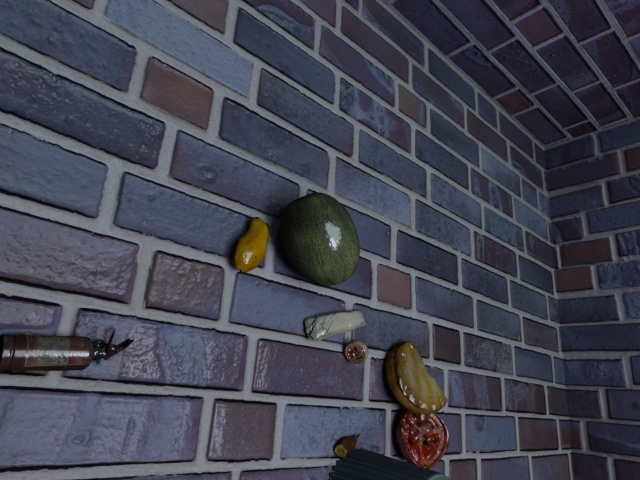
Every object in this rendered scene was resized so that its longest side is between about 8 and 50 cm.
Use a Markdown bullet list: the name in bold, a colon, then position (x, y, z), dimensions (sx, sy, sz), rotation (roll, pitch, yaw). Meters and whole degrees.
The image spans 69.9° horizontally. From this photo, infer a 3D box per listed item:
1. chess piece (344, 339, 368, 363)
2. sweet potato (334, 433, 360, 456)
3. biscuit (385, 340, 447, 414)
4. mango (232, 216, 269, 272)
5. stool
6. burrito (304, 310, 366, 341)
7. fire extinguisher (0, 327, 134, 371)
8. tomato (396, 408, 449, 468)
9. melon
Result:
- **chess piece**: position (0.124, 0.383, 1.577), dimensions (0.038, 0.084, 0.083), rotation (-21, 94, -62)
- **sweet potato**: position (0.096, 0.664, 1.502), dimensions (0.117, 0.049, 0.049), rotation (-17, 91, -48)
- **biscuit**: position (0.340, 0.518, 1.708), dimensions (0.213, 0.091, 0.274), rotation (-8, 65, -38)
- **mango**: position (-0.205, 0.017, 1.374), dimensions (0.098, 0.075, 0.190), rotation (46, 45, -32)
- **stool**: position (0.224, 0.810, 1.387), dimensions (0.297, 0.330, 0.297), rotation (13, 70, -40)
- **burrito**: position (0.063, 0.285, 1.562), dimensions (0.275, 0.059, 0.082), rotation (0, 65, -43)
- **fire extinguisher**: position (-0.537, 0.236, 0.980), dimensions (0.252, 0.106, 0.075), rotation (13, 51, -40)
- **tomato**: position (0.362, 0.724, 1.703), dimensions (0.228, 0.101, 0.227), rotation (15, 60, -28)
- **melon**: position (0.000, 0.000, 1.455), dimensions (0.237, 0.237, 0.301), rotation (-33, 103, -43)
